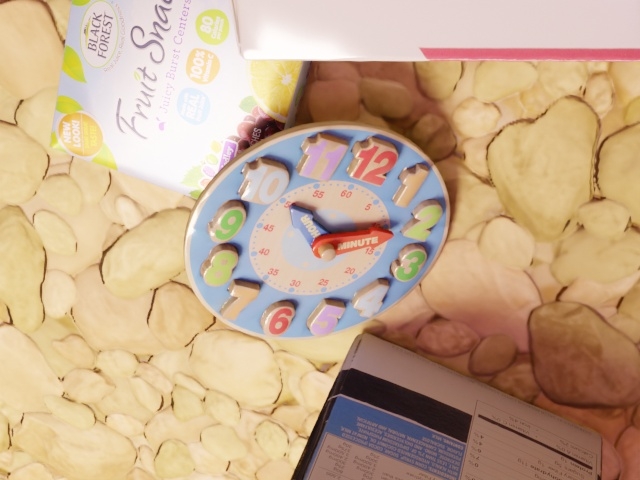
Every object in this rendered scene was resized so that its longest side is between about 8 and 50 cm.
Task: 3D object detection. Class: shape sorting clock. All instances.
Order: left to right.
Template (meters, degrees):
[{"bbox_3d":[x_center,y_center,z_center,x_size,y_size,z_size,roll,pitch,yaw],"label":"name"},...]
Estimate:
[{"bbox_3d":[0.000,0.000,0.815,0.206,0.040,0.206,-9,127,-13],"label":"shape sorting clock"}]

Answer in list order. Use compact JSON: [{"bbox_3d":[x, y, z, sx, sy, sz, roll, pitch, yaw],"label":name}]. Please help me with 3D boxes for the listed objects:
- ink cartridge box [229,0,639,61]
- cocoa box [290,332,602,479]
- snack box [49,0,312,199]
[{"bbox_3d":[0.085,-0.199,0.594,0.207,0.283,0.117,2,119,15],"label":"ink cartridge box"},{"bbox_3d":[0.056,0.304,0.892,0.231,0.228,0.347,22,120,4],"label":"cocoa box"},{"bbox_3d":[-0.095,-0.140,0.795,0.175,0.070,0.207,20,119,2],"label":"snack box"}]
